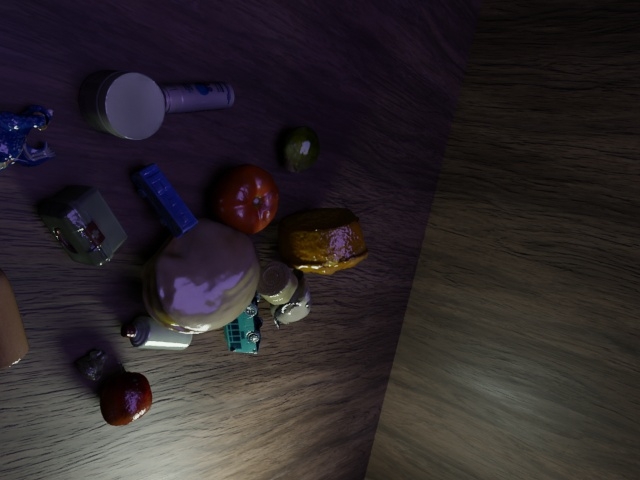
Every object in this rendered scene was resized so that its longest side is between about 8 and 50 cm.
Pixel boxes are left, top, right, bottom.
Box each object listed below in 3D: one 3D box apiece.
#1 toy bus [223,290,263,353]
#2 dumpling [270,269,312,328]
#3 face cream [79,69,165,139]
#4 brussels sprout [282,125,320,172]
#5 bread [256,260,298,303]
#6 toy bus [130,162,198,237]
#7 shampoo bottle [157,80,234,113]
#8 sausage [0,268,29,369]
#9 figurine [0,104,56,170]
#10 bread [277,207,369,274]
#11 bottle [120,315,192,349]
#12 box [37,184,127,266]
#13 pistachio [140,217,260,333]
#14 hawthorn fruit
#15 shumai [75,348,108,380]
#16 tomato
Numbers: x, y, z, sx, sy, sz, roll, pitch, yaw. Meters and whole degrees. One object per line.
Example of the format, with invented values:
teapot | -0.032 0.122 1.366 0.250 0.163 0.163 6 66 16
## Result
toy bus | -0.302 0.304 1.930 0.128 0.147 0.256 -85 174 -66
dumpling | -0.140 0.238 2.068 0.163 0.204 0.293 -15 161 -38
face cream | -0.539 -0.370 1.356 0.177 0.153 0.177 -22 120 -45
brussels sprout | -0.078 -0.361 1.980 0.161 0.144 0.181 -52 166 -57
bread | -0.167 0.168 1.926 0.148 0.134 0.141 -45 157 -7
toy bus | -0.471 -0.124 1.516 0.236 0.094 0.079 56 47 -10
shampoo bottle | -0.410 -0.444 1.549 0.303 0.092 0.092 -21 120 -47
sausage | -0.815 0.187 1.233 0.123 0.123 0.253 -27 123 -45
figurine | -0.741 -0.240 1.178 0.262 0.120 0.164 -64 176 -51
bread | 0.000 0.000 2.048 0.398 0.398 0.215 -26 117 -45
bottle | -0.547 0.307 1.651 0.245 0.104 0.104 21 86 -55
box | -0.642 -0.041 1.357 0.129 0.148 0.210 -58 143 -39
pistachio | -0.379 0.111 1.647 0.445 0.281 0.365 -25 98 -48
hawthorn fruit | -0.623 0.483 1.592 0.157 0.157 0.194 -9 92 -51
shumai | -0.683 0.371 1.514 0.080 0.083 0.082 -47 179 -4
tomato | -0.273 -0.150 1.769 0.260 0.180 0.260 -20 116 -48
